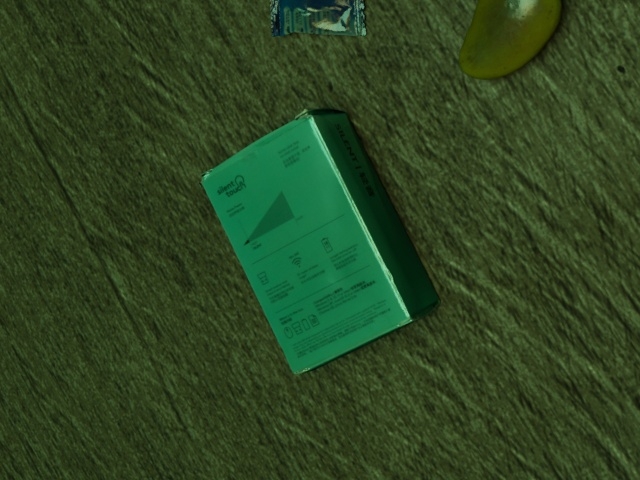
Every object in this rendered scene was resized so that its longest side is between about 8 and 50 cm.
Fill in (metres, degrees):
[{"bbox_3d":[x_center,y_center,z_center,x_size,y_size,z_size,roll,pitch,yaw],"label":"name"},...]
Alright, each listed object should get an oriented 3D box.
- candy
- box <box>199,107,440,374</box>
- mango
[{"bbox_3d":[-0.005,-0.321,1.615,0.136,0.038,0.088,2,103,18],"label":"candy"},{"bbox_3d":[0.000,0.000,1.622,0.205,0.118,0.311,-29,86,26],"label":"box"},{"bbox_3d":[0.234,-0.267,1.480,0.103,0.076,0.161,42,118,10],"label":"mango"}]
